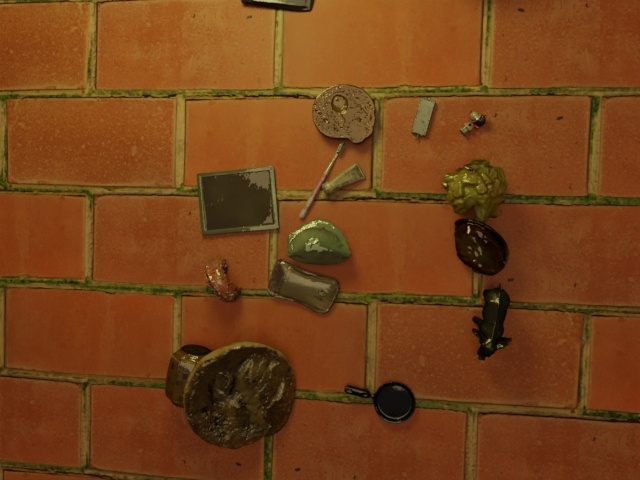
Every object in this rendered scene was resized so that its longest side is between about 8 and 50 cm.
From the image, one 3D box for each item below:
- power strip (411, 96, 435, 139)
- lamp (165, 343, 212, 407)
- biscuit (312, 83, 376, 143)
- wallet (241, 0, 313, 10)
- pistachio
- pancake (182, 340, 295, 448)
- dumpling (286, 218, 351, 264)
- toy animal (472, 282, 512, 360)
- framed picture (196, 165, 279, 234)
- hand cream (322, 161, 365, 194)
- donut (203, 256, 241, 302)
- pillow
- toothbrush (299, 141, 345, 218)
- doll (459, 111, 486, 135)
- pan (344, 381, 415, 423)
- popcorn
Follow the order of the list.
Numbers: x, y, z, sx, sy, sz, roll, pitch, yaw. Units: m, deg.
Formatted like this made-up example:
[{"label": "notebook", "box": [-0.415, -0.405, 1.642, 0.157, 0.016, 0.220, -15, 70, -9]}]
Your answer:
[{"label": "power strip", "box": [0.325, -0.387, 1.692, 0.050, 0.019, 0.136, 15, 93, 6]}, {"label": "lamp", "box": [-0.424, 0.448, 1.750, 0.161, 0.161, 0.185, 11, 97, 7]}, {"label": "biscuit", "box": [0.078, -0.408, 1.711, 0.207, 0.049, 0.181, 10, 93, 7]}, {"label": "wallet", "box": [-0.135, -0.846, 1.734, 0.245, 0.052, 0.169, 9, 96, 5]}, {"label": "pistachio", "box": [0.480, 0.020, 1.624, 0.165, 0.130, 0.210, -31, 98, 40]}, {"label": "pancake", "box": [-0.255, 0.494, 1.706, 0.386, 0.082, 0.388, -6, 108, -18]}, {"label": "dumpling", "box": [-0.002, 0.005, 1.704, 0.216, 0.105, 0.150, 7, 92, 8]}, {"label": "toy animal", "box": [0.512, 0.253, 1.618, 0.114, 0.146, 0.245, 0, 92, 7]}, {"label": "framed picture", "box": [-0.277, -0.133, 1.783, 0.274, 0.017, 0.217, -3, 91, 8]}, {"label": "hand cream", "box": [0.072, -0.197, 1.728, 0.143, 0.039, 0.061, -27, 81, -2]}, {"label": "donut", "box": [-0.326, 0.130, 1.748, 0.065, 0.117, 0.166, -35, 87, 12]}, {"label": "pillow", "box": [-0.059, 0.154, 1.749, 0.232, 0.038, 0.131, 22, 97, 5]}, {"label": "toothbrush", "box": [0.005, -0.197, 1.739, 0.020, 0.025, 0.287, 31, 96, 6]}, {"label": "doll", "box": [0.478, -0.364, 1.663, 0.058, 0.040, 0.085, 32, 91, 19]}, {"label": "pan", "box": [0.192, 0.510, 1.727, 0.234, 0.028, 0.136, 16, 93, 4]}, {"label": "popcorn", "box": [0.458, -0.159, 1.604, 0.187, 0.186, 0.167, 2, 116, -7]}]
